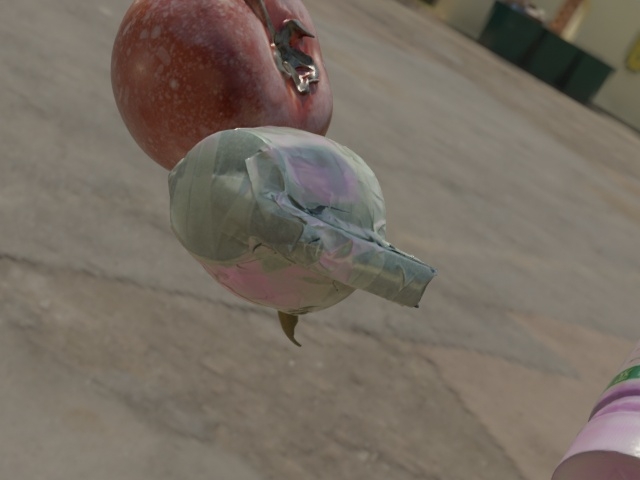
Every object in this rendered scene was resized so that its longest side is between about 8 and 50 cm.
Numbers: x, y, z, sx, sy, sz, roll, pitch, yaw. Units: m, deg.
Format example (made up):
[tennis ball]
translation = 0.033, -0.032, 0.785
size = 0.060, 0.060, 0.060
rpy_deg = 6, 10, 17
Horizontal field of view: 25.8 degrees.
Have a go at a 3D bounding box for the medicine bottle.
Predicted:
[medicine bottle]
translation = 0.441, 0.239, 1.722
size = 0.212, 0.212, 0.325
rpy_deg = 33, 48, 14

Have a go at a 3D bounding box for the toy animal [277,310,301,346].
[toy animal]
translation = 0.000, 0.000, 1.444
size = 0.095, 0.219, 0.155
rpy_deg = -7, 46, -27

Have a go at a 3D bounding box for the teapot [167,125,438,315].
[teapot]
translation = -0.033, -0.003, 1.217
size = 0.221, 0.163, 0.178
rpy_deg = 56, 19, 26

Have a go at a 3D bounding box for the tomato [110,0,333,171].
[tomato]
translation = -0.119, -0.189, 1.602
size = 0.270, 0.227, 0.270
rpy_deg = 32, 50, -48
